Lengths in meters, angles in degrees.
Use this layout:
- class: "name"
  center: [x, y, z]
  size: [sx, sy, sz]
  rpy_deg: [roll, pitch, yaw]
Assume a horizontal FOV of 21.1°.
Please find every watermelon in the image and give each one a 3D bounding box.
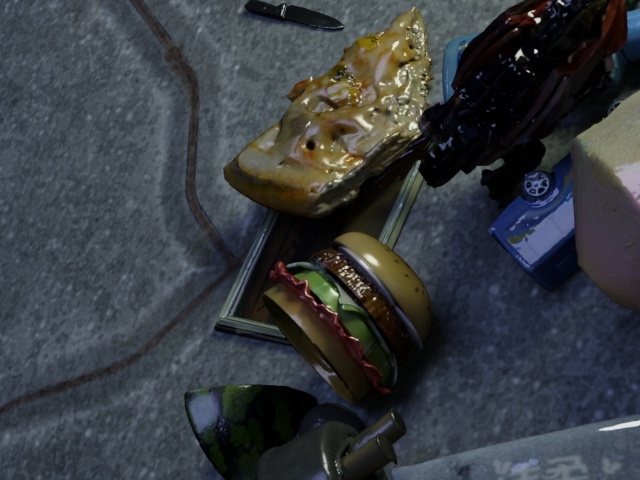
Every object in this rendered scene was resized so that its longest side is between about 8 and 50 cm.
- class: "watermelon"
  center: [-0.083, 0.189, 1.788]
  size: [0.125, 0.135, 0.094]
  rpy_deg: [-58, 10, -5]

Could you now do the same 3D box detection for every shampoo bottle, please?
- class: "shampoo bottle"
  center: [0.253, -0.195, 1.802]
  size: [0.258, 0.061, 0.104]
  rpy_deg: [-13, 59, 30]

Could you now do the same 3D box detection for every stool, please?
- class: "stool"
  center: [0.026, 0.226, 1.630]
  size: [0.139, 0.153, 0.228]
  rpy_deg: [-30, 48, 17]

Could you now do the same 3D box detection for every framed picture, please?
- class: "framed picture"
  center: [0.000, 0.000, 1.896]
  size: [0.197, 0.014, 0.252]
  rpy_deg: [10, 68, 40]

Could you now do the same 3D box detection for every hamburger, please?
- class: "hamburger"
  center: [0.038, 0.071, 1.727]
  size: [0.137, 0.175, 0.175]
  rpy_deg: [-38, 44, -9]

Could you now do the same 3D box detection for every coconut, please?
- class: "coconut"
  center: [0.339, -0.037, 1.532]
  size: [0.245, 0.233, 0.233]
  rpy_deg: [-34, 47, 9]

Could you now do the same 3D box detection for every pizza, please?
- class: "pizza"
  center: [0.032, -0.145, 1.914]
  size: [0.297, 0.071, 0.189]
  rpy_deg: [-44, 41, -11]

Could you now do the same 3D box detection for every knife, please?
- class: "knife"
  center: [-0.032, -0.277, 2.105]
  size: [0.170, 0.010, 0.023]
  rpy_deg: [20, 81, 41]

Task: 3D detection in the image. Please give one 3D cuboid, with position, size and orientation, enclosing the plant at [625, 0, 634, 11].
- class: "plant"
  center: [0.325, -0.293, 1.821]
  size: [0.051, 0.051, 0.102]
  rpy_deg: [6, 61, 39]

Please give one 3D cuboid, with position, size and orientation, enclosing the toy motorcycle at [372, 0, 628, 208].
- class: "toy motorcycle"
  center: [0.185, -0.135, 1.713]
  size: [0.134, 0.207, 0.401]
  rpy_deg: [47, 131, 10]

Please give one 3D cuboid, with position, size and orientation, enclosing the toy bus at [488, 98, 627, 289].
- class: "toy bus"
  center: [0.280, -0.056, 1.687]
  size: [0.236, 0.079, 0.094]
  rpy_deg: [-41, 62, 8]

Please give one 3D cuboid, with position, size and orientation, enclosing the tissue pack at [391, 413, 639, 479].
- class: "tissue pack"
  center: [0.226, 0.341, 1.376]
  size: [0.288, 0.124, 0.394]
  rpy_deg: [-12, 53, 5]
